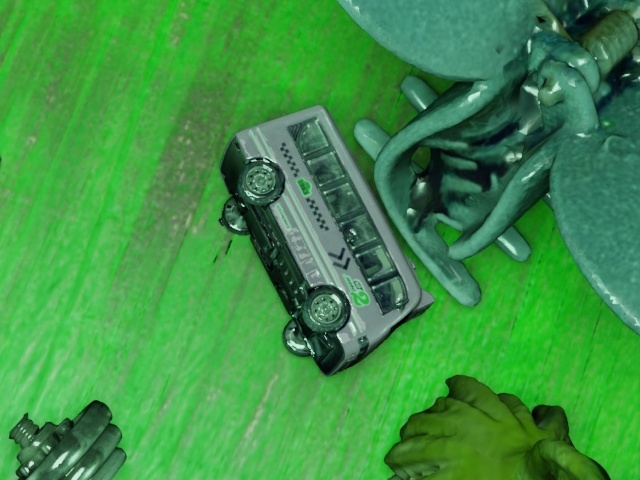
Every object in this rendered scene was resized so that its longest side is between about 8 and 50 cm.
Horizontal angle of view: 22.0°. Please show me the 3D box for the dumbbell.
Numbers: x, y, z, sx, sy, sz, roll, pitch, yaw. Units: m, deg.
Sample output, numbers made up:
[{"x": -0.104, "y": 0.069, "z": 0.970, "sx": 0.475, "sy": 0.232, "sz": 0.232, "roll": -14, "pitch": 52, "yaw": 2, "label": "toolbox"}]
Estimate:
[{"x": -0.133, "y": 0.223, "z": 1.224, "sx": 0.254, "sy": 0.110, "sz": 0.110, "roll": 44, "pitch": 74, "yaw": -5, "label": "dumbbell"}]

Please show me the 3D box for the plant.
[{"x": 0.175, "y": 0.175, "z": 1.178, "sx": 0.180, "sy": 0.333, "sz": 0.251, "roll": -2, "pitch": 64, "yaw": -25, "label": "plant"}]

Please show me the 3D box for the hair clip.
[{"x": 0.187, "y": -0.124, "z": 1.274, "sx": 0.318, "sy": 0.238, "sz": 0.392, "roll": -43, "pitch": 89, "yaw": -22, "label": "hair clip"}]

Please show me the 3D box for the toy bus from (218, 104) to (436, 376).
[{"x": 0.000, "y": 0.000, "z": 1.298, "sx": 0.108, "sy": 0.096, "sz": 0.198, "roll": -24, "pitch": 79, "yaw": -19, "label": "toy bus"}]
